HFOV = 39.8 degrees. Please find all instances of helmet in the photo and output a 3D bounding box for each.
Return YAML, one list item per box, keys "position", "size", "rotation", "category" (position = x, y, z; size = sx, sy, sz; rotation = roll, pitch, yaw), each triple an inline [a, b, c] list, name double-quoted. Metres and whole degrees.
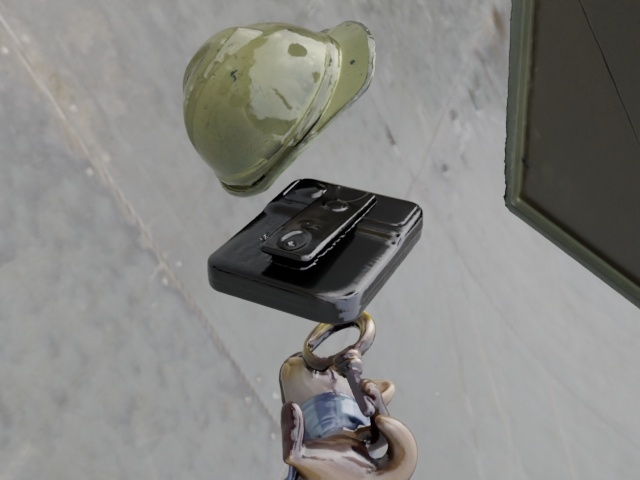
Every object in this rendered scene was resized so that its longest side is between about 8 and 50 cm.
- position: [-0.076, -0.181, 1.008]
  size: [0.137, 0.257, 0.204]
  rotation: [32, 26, -33]
  category: "helmet"

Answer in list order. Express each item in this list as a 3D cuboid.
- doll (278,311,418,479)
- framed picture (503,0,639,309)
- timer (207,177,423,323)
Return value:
- position: [0.009, 0.292, 1.380]
  size: [0.209, 0.318, 0.339]
  rotation: [41, 14, -11]
  category: "doll"
- position: [0.169, -0.051, 0.412]
  size: [0.213, 0.016, 0.289]
  rotation: [42, -20, 32]
  category: "framed picture"
- position: [0.000, 0.000, 0.807]
  size: [0.187, 0.144, 0.055]
  rotation: [-46, 145, -51]
  category: "timer"
